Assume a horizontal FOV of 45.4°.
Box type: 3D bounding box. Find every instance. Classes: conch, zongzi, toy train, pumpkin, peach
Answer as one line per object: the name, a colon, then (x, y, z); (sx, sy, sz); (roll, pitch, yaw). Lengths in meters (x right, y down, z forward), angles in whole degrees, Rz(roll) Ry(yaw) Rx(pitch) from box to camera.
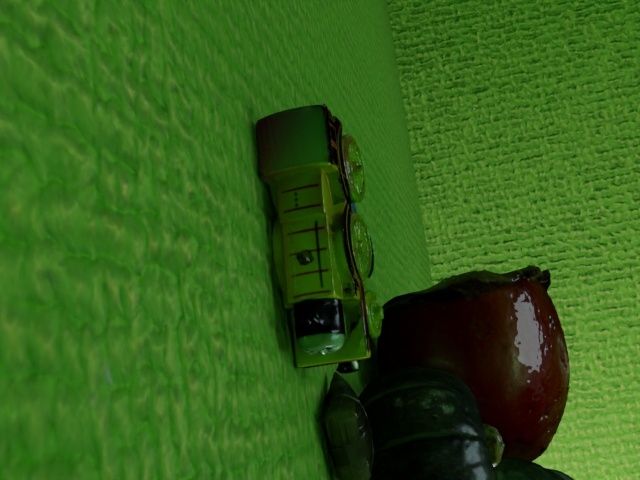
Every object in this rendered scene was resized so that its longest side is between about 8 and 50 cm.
conch: (0.349, 0.438, 1.216); (0.277, 0.195, 0.220); (-2, 46, -47)
zongzi: (0.034, 0.234, 0.943); (0.119, 0.055, 0.109); (-99, 178, -75)
toy train: (0.000, 0.000, 0.864); (0.160, 0.100, 0.296); (28, 54, -66)
pumpkin: (0.152, 0.316, 1.042); (0.300, 0.207, 0.300); (-15, 90, -86)
peach: (0.266, 0.209, 1.326); (0.353, 0.339, 0.417); (-107, 180, -59)

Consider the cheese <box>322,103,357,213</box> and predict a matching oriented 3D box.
cheese: (0.027, -0.096, 1.222); (0.106, 0.037, 0.256); (33, 46, -76)
